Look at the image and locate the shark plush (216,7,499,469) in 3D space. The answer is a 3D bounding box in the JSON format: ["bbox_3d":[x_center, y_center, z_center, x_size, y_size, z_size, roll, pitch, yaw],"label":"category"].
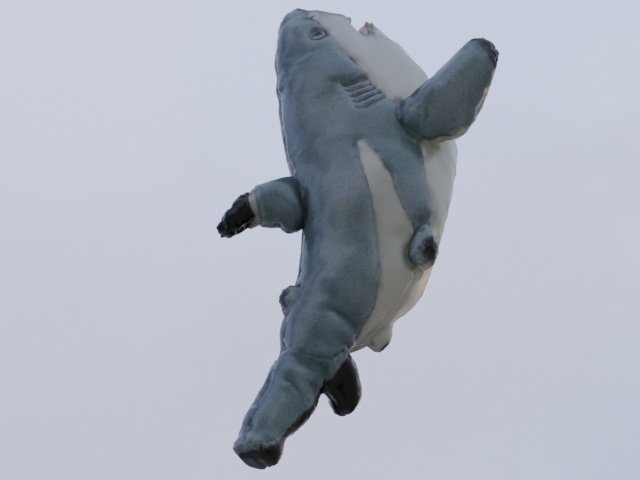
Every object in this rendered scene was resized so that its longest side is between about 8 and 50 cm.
[{"bbox_3d":[0.000,0.000,0.534,0.067,0.161,0.073,19,-23,-3],"label":"shark plush"}]
